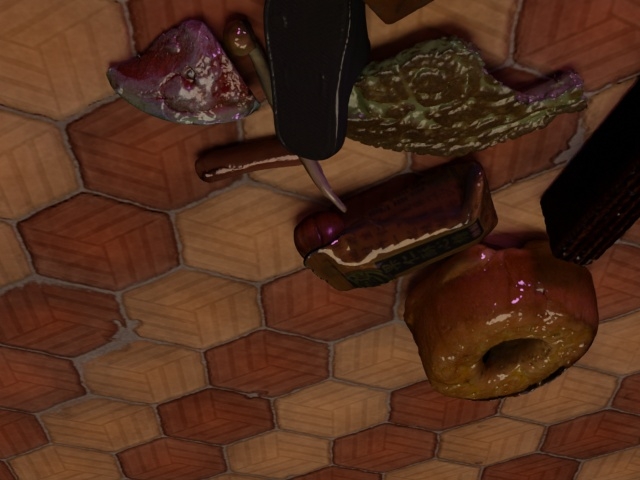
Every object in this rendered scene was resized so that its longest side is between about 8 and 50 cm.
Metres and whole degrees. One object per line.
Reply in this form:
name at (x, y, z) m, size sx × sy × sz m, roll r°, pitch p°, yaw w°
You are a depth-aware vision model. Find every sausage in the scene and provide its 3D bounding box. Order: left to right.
sausage at (-0.077, -0.107, 1.364) m, size 0.177 × 0.040 × 0.047 m, roll -10°, pitch 144°, yaw 6°

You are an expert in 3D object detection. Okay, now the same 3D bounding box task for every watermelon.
watermelon at (-0.158, -0.189, 1.208) m, size 0.187 × 0.071 × 0.139 m, roll 8°, pitch 134°, yaw -5°

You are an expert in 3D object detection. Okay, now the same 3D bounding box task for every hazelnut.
hazelnut at (0.000, 0.000, 1.490) m, size 0.086 × 0.086 × 0.086 m, roll -3°, pitch 145°, yaw -2°

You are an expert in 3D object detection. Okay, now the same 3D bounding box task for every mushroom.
mushroom at (-0.041, -0.151, 1.276) m, size 0.043 × 0.068 × 0.306 m, roll -15°, pitch 135°, yaw 18°

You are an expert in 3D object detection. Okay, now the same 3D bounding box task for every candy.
candy at (0.114, -0.007, 1.438) m, size 0.271 × 0.101 × 0.143 m, roll -27°, pitch 145°, yaw 6°

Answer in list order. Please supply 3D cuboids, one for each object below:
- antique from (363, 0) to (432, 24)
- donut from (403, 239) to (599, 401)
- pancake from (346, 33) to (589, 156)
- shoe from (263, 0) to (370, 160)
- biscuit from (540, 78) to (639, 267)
antique at (0.165, -0.335, 1.018) m, size 0.310 × 0.093 × 0.087 m, roll -25°, pitch 140°, yaw 26°
donut at (0.285, 0.128, 1.647) m, size 0.299 × 0.150 × 0.317 m, roll -13°, pitch 144°, yaw 8°
pancake at (0.141, -0.183, 1.273) m, size 0.377 × 0.054 × 0.197 m, roll 2°, pitch 146°, yaw -13°
shoe at (0.001, -0.212, 1.178) m, size 0.108 × 0.093 × 0.241 m, roll 17°, pitch 126°, yaw 20°
biscuit at (0.406, -0.111, 1.349) m, size 0.073 × 0.107 × 0.388 m, roll 8°, pitch 143°, yaw -17°
